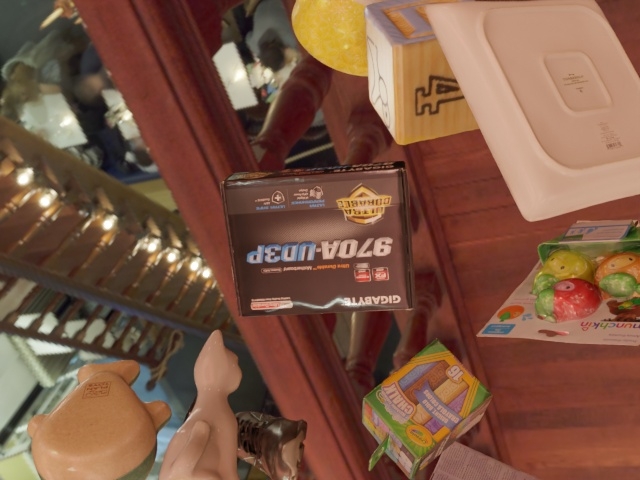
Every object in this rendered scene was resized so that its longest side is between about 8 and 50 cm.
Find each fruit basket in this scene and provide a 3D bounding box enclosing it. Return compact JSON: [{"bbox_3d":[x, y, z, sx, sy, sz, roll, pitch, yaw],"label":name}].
[{"bbox_3d":[0.522,0.089,1.435,0.327,0.353,0.165,-3,111,46],"label":"fruit basket"}]

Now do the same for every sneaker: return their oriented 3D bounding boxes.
[{"bbox_3d":[-0.088,0.311,1.099,0.106,0.101,0.267,15,165,-9],"label":"sneaker"}]

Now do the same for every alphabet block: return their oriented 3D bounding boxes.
[{"bbox_3d":[0.197,-0.316,1.315,0.193,0.192,0.197,-12,131,-6],"label":"alphabet block"}]

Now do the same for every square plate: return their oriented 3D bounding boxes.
[{"bbox_3d":[0.355,-0.215,1.042,0.049,0.347,0.344,-47,61,56],"label":"square plate"}]

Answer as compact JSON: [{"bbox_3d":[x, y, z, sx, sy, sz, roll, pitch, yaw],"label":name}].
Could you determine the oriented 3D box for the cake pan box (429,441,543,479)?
[{"bbox_3d":[0.315,0.530,1.387,0.246,0.267,0.070,21,131,16],"label":"cake pan box"}]

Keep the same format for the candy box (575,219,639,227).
[{"bbox_3d":[0.682,0.034,1.799,0.165,0.196,0.070,0,129,46],"label":"candy box"}]

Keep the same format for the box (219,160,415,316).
[{"bbox_3d":[0.000,0.000,0.879,0.220,0.051,0.175,-3,107,9],"label":"box"}]

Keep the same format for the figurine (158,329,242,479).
[{"bbox_3d":[-0.145,0.244,0.897,0.092,0.209,0.215,10,132,-9],"label":"figurine"}]

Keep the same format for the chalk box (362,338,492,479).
[{"bbox_3d":[0.152,0.291,1.194,0.132,0.213,0.132,47,159,25],"label":"chalk box"}]

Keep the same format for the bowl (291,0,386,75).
[{"bbox_3d":[0.092,-0.519,1.593,0.289,0.289,0.156,23,146,-1],"label":"bowl"}]

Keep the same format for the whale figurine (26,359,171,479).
[{"bbox_3d":[-0.338,0.295,1.129,0.216,0.272,0.141,-7,116,-8],"label":"whale figurine"}]
